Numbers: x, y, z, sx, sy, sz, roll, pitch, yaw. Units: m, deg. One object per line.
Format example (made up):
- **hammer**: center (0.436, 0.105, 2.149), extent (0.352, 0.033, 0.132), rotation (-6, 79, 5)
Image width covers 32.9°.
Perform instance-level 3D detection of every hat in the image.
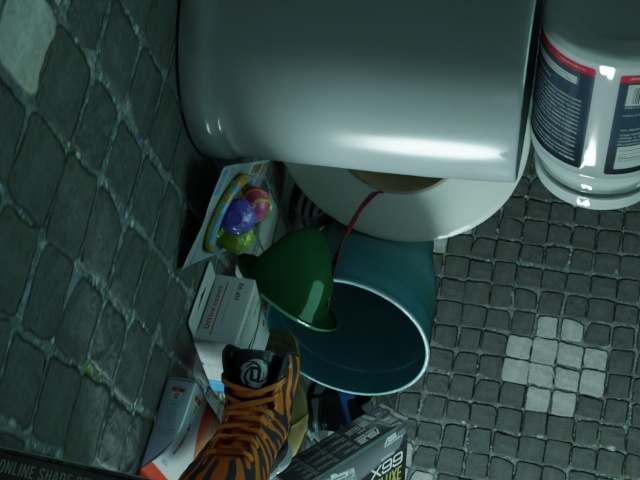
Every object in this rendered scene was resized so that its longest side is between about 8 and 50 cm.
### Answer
- **hat**: center (0.000, 0.000, 1.538), extent (0.183, 0.173, 0.208), rotation (-54, -156, 13)

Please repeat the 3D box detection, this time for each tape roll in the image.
- **tape roll**: center (0.121, -0.177, 1.615), extent (0.072, 0.392, 0.392), rotation (-66, 160, -53)

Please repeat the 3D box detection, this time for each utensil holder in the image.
- **utensil holder**: center (0.064, -0.238, 1.311), extent (0.327, 0.385, 0.328), rotation (8, 90, -79)

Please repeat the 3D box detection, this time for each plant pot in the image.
- **plant pot**: center (0.076, 0.071, 1.800), extent (0.272, 0.271, 0.255), rotation (86, 20, -44)

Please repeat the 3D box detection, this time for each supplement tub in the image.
- **supplement tub**: center (0.364, -0.191, 1.364), extent (0.272, 0.191, 0.191), rotation (85, 17, -49)

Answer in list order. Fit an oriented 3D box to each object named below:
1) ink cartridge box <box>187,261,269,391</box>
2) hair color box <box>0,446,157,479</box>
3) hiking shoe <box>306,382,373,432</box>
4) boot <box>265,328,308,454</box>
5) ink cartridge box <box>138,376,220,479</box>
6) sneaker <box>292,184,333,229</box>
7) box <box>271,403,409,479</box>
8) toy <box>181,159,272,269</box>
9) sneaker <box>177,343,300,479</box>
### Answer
- **ink cartridge box**: center (-0.120, 0.119, 1.453), extent (0.180, 0.060, 0.104), rotation (80, 22, -55)
- **hair color box**: center (-0.182, 0.270, 0.960), extent (0.339, 0.185, 0.110), rotation (68, 33, -66)
- **hiking shoe**: center (0.064, 0.280, 2.249), extent (0.113, 0.132, 0.304), rotation (86, 17, -46)
- **boot**: center (-0.070, 0.252, 1.738), extent (0.269, 0.089, 0.236), rotation (17, 91, -78)
- **ink cartridge box**: center (-0.177, 0.277, 1.333), extent (0.145, 0.045, 0.179), rotation (75, 23, -60)
- **sneaker**: center (0.010, -0.111, 1.903), extent (0.132, 0.086, 0.229), rotation (86, 26, -60)
- **box**: center (0.038, 0.480, 2.056), extent (0.307, 0.076, 0.242), rotation (-23, 126, -40)
- **toy**: center (-0.099, -0.032, 1.401), extent (0.237, 0.056, 0.137), rotation (-43, 156, -79)
- **sneaker**: center (-0.104, 0.225, 1.310), extent (0.321, 0.124, 0.180), rotation (-57, 153, -75)
